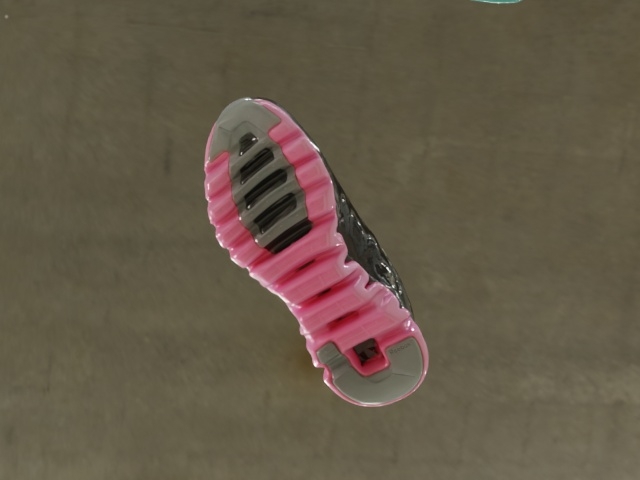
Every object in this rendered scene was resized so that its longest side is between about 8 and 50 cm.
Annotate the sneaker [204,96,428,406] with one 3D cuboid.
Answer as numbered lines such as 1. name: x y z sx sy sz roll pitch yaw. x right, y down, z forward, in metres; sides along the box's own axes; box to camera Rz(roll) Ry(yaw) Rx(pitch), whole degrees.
1. sneaker: 0.000 0.000 0.507 0.047 0.057 0.119 -24 -75 19

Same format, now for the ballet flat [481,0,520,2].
1. ballet flat: 0.038 -0.195 0.917 0.203 0.074 0.074 11 -82 28
